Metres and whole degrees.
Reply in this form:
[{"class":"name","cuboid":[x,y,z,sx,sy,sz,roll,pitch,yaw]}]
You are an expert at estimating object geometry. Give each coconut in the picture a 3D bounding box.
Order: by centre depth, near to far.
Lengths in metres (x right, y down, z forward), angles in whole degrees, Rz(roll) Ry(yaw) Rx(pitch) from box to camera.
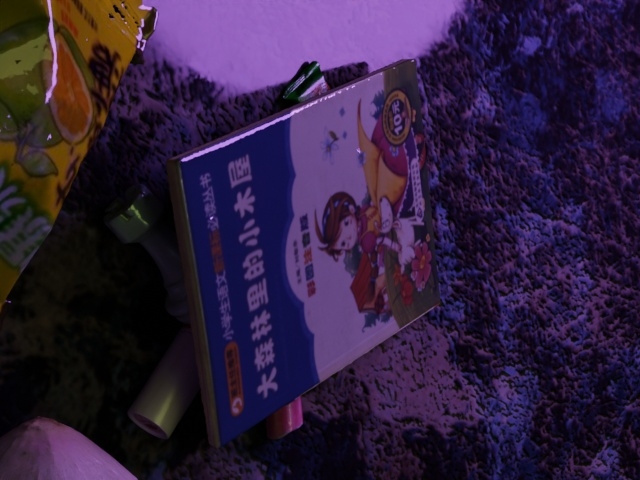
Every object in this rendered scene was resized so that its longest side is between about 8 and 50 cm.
[{"class":"coconut","cuboid":[-0.186,0.210,1.117,0.171,0.171,0.183,4,92,-41]}]

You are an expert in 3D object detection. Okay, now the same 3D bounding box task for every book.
[{"class":"book","cuboid":[0.000,0.000,1.298,0.322,0.018,0.228,-30,118,-50]}]

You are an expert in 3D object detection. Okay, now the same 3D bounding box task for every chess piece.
[{"class":"chess piece","cuboid":[-0.114,0.007,1.234,0.103,0.067,0.067,47,63,-23]}]

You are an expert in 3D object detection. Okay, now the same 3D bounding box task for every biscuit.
[{"class":"biscuit","cuboid":[0.003,-0.099,1.356,0.046,0.016,0.089,-45,119,-30]}]

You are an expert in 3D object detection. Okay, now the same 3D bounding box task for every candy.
[{"class":"candy","cuboid":[-0.206,-0.090,1.123,0.187,0.081,0.297,61,44,-54]}]

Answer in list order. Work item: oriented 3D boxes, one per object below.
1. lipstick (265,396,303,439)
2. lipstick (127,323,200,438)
[{"class":"lipstick","cuboid":[-0.039,0.046,1.310,0.053,0.053,0.234,-10,103,-40]},{"class":"lipstick","cuboid":[-0.098,0.089,1.264,0.038,0.038,0.131,47,64,-32]}]
